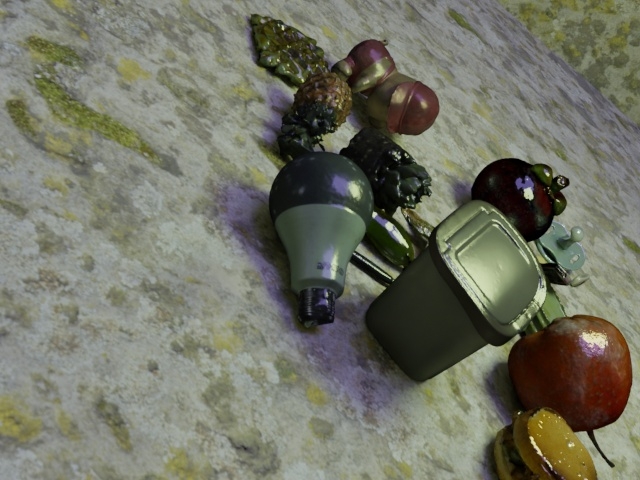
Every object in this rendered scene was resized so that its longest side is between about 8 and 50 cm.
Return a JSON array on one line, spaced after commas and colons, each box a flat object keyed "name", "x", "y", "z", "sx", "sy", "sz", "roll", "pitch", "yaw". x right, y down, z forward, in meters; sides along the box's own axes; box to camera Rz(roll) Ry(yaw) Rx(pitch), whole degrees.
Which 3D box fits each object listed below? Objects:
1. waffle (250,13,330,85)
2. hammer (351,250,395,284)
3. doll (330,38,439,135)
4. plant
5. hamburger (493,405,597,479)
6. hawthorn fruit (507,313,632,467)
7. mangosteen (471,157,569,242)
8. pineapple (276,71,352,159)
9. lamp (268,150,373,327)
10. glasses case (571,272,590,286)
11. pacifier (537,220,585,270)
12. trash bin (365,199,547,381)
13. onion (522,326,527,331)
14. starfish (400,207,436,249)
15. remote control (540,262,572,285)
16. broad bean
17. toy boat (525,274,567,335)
[{"name": "waffle", "x": -0.057, "y": -0.421, "z": 2.025, "sx": 0.204, "sy": 0.054, "sz": 0.223, "roll": 23, "pitch": 37, "yaw": -33}, {"name": "hammer", "x": 0.120, "y": 0.064, "z": 1.699, "sx": 0.246, "sy": 0.029, "sz": 0.103, "roll": 36, "pitch": 32, "yaw": -13}, {"name": "doll", "x": 0.153, "y": -0.341, "z": 2.085, "sx": 0.256, "sy": 0.152, "sz": 0.196, "roll": 42, "pitch": 46, "yaw": 9}, {"name": "plant", "x": 0.130, "y": -0.131, "z": 1.821, "sx": 0.194, "sy": 0.132, "sz": 0.129, "roll": 46, "pitch": 5, "yaw": 26}, {"name": "hamburger", "x": 0.380, "y": 0.378, "z": 1.554, "sx": 0.182, "sy": 0.118, "sz": 0.191, "roll": 13, "pitch": 47, "yaw": -47}, {"name": "hawthorn fruit", "x": 0.480, "y": 0.256, "z": 1.706, "sx": 0.235, "sy": 0.231, "sz": 0.263, "roll": 9, "pitch": 40, "yaw": -30}, {"name": "mangosteen", "x": 0.466, "y": -0.103, "z": 2.129, "sx": 0.216, "sy": 0.216, "sz": 0.216, "roll": 30, "pitch": 34, "yaw": -23}, {"name": "pineapple", "x": -0.013, "y": -0.242, "z": 1.817, "sx": 0.128, "sy": 0.128, "sz": 0.248, "roll": 38, "pitch": 37, "yaw": -12}, {"name": "lamp", "x": 0.017, "y": -0.005, "z": 1.527, "sx": 0.182, "sy": 0.182, "sz": 0.314, "roll": 11, "pitch": 55, "yaw": -43}, {"name": "glasses case", "x": 0.663, "y": 0.100, "z": 2.295, "sx": 0.083, "sy": 0.032, "sz": 0.021, "roll": -8, "pitch": 55, "yaw": -53}, {"name": "pacifier", "x": 0.620, "y": 0.004, "z": 2.283, "sx": 0.126, "sy": 0.116, "sz": 0.150, "roll": -25, "pitch": 76, "yaw": -31}, {"name": "trash bin", "x": 0.223, "y": 0.100, "z": 1.538, "sx": 0.219, "sy": 0.250, "sz": 0.220, "roll": 51, "pitch": 43, "yaw": 7}, {"name": "onion", "x": 0.401, "y": 0.128, "z": 1.875, "sx": 0.118, "sy": 0.117, "sz": 0.118, "roll": 34, "pitch": 8, "yaw": -6}, {"name": "starfish", "x": 0.243, "y": 0.007, "z": 1.900, "sx": 0.176, "sy": 0.053, "sz": 0.208, "roll": 9, "pitch": 52, "yaw": -58}, {"name": "remote control", "x": 0.515, "y": 0.072, "z": 2.051, "sx": 0.059, "sy": 0.028, "sz": 0.212, "roll": 53, "pitch": -5, "yaw": -6}, {"name": "broad bean", "x": 0.086, "y": -0.047, "z": 1.750, "sx": 0.339, "sy": 0.061, "sz": 0.077, "roll": 40, "pitch": 52, "yaw": -8}, {"name": "toy boat", "x": 0.471, "y": 0.146, "z": 1.964, "sx": 0.111, "sy": 0.084, "sz": 0.276, "roll": 16, "pitch": 42, "yaw": -45}]
